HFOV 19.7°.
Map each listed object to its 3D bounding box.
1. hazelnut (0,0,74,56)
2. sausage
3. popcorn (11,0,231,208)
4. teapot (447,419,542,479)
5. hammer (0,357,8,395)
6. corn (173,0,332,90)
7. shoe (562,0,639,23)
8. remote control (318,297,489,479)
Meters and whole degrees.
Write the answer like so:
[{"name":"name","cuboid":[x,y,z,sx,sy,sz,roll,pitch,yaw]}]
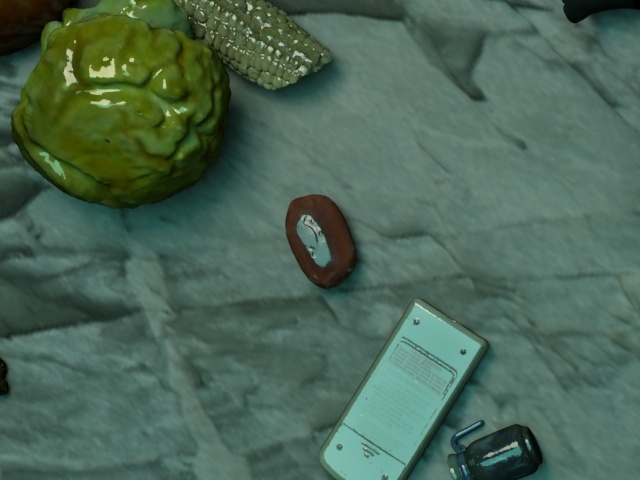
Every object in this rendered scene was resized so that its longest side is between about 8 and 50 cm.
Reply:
[{"name":"hazelnut","cuboid":[-0.325,-0.267,1.802,0.182,0.182,0.182,-1,87,14]},{"name":"sausage","cuboid":[0.000,0.000,1.762,0.059,0.054,0.094,-23,82,12]},{"name":"popcorn","cuboid":[-0.187,-0.126,1.738,0.221,0.204,0.183,-32,36,47]},{"name":"teapot","cuboid":[0.159,0.197,1.714,0.083,0.049,0.063,-23,82,12]},{"name":"hammer","cuboid":[-0.399,0.149,1.872,0.178,0.021,0.065,-19,82,15]},{"name":"corn","cuboid":[-0.088,-0.210,1.786,0.211,0.087,0.087,39,96,7]},{"name":"shoe","cuboid":[0.237,-0.247,1.695,0.241,0.108,0.093,25,94,21]},{"name":"remote control","cuboid":[0.076,0.155,1.747,0.087,0.029,0.190,32,94,14]}]
